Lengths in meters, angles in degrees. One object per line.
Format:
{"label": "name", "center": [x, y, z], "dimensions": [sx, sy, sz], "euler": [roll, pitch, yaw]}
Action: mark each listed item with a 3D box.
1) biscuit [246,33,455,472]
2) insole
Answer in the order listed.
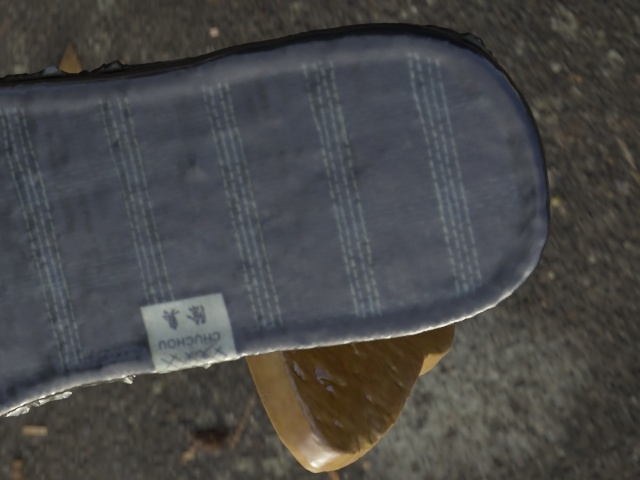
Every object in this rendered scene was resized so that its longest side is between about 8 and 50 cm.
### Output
{"label": "biscuit", "center": [0.000, 0.000, 0.749], "dimensions": [0.162, 0.250, 0.035], "euler": [34, 122, -23]}
{"label": "insole", "center": [-0.091, 0.010, 0.466], "dimensions": [0.309, 0.012, 0.110], "euler": [-9, 100, 20]}
